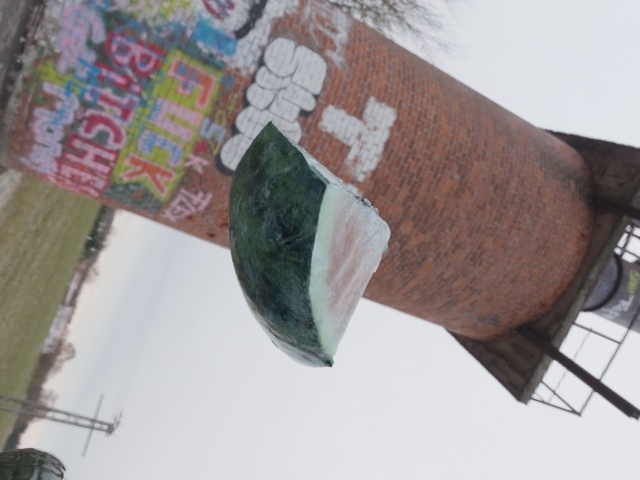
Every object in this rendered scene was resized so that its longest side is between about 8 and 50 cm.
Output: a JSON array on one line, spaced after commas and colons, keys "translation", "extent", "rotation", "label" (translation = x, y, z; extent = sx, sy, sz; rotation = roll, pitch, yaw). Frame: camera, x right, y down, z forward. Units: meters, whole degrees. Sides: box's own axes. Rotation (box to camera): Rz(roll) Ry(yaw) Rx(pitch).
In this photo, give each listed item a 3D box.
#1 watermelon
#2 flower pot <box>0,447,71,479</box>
[{"translation": [0.000, 0.000, 0.944], "extent": [0.228, 0.258, 0.388], "rotation": [10, -69, 47], "label": "watermelon"}, {"translation": [-0.530, 0.501, 0.962], "extent": [0.302, 0.213, 0.302], "rotation": [-178, -90, -74], "label": "flower pot"}]
